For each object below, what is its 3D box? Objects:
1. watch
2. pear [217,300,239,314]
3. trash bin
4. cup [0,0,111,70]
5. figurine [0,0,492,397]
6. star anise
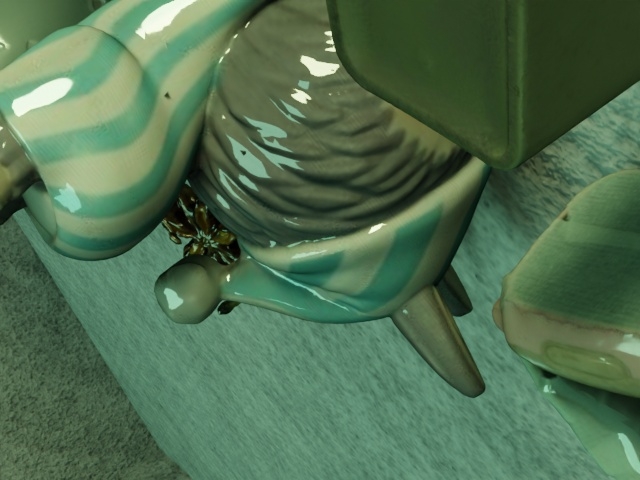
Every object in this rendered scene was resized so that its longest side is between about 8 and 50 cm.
[{"bbox_3d":[0.254,0.095,0.634,0.253,0.162,0.241,11,138,48],"label":"watch"},{"bbox_3d":[0.000,0.000,0.922,0.180,0.216,0.166,27,145,57],"label":"pear"},{"bbox_3d":[0.118,-0.158,0.395,0.122,0.240,0.164,38,156,35],"label":"trash bin"},{"bbox_3d":[-0.332,-0.234,1.129,0.357,0.274,0.259,45,157,13],"label":"cup"},{"bbox_3d":[-0.007,-0.026,0.693,0.378,0.361,0.266,51,159,-5],"label":"figurine"},{"bbox_3d":[-0.164,-0.004,1.423,0.234,0.073,0.177,-17,119,50],"label":"star anise"}]
